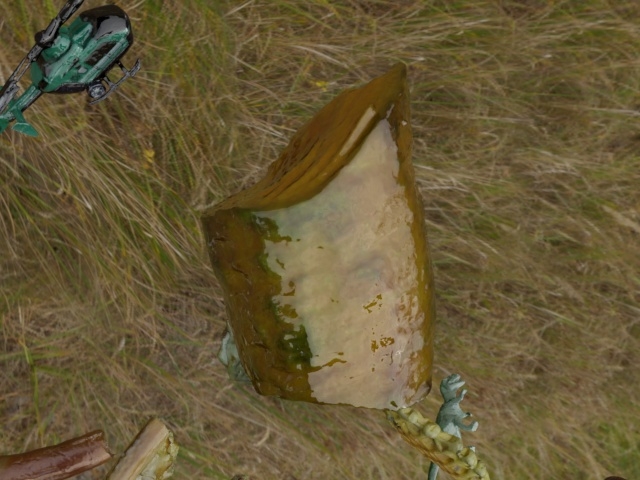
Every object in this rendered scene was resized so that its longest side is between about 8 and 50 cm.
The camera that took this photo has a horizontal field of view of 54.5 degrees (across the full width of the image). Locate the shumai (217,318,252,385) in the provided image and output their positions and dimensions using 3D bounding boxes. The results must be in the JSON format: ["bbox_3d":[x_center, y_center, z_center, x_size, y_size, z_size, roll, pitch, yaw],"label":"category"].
[{"bbox_3d":[-0.075,0.168,1.013,0.184,0.184,0.141,8,76,-30],"label":"shumai"}]

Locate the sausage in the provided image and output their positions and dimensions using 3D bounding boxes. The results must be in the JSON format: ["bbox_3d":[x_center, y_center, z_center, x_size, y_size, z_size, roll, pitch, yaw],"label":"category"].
[{"bbox_3d":[-0.576,0.459,1.267,0.303,0.103,0.076,-9,96,-24],"label":"sausage"}]

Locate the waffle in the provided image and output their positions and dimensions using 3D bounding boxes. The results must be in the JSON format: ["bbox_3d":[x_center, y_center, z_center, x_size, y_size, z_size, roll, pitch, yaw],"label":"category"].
[{"bbox_3d":[0.222,0.399,1.222,0.056,0.250,0.261,-47,134,-16],"label":"waffle"}]

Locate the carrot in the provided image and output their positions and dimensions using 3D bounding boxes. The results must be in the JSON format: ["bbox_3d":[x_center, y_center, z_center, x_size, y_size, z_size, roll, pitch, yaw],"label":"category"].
[{"bbox_3d":[0.000,0.000,0.672,0.242,0.242,0.340,-16,104,-24],"label":"carrot"}]

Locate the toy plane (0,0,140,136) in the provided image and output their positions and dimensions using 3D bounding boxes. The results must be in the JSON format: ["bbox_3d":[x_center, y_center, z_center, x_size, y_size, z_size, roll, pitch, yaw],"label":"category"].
[{"bbox_3d":[-0.450,-0.293,1.060,0.382,0.106,0.155,-38,160,10],"label":"toy plane"}]

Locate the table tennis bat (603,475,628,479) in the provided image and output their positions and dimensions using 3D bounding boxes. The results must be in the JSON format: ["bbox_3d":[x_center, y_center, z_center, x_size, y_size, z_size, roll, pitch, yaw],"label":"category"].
[{"bbox_3d":[0.458,0.407,0.927,0.014,0.095,0.158,-34,139,-26],"label":"table tennis bat"}]

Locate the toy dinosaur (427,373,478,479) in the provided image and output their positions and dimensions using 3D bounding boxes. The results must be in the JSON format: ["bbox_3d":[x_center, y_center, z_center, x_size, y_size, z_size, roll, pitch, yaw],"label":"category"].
[{"bbox_3d":[0.325,0.494,1.497,0.076,0.129,0.382,40,52,-29],"label":"toy dinosaur"}]

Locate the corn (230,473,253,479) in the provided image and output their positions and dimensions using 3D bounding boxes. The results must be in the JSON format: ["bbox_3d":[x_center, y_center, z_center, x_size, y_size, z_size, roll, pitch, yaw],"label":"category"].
[{"bbox_3d":[-0.224,0.706,1.612,0.086,0.253,0.086,1,103,3],"label":"corn"}]

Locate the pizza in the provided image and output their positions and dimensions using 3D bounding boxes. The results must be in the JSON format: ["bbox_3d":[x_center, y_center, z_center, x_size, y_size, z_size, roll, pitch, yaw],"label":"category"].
[{"bbox_3d":[-0.325,0.421,1.045,0.089,0.223,0.323,35,93,4],"label":"pizza"}]
